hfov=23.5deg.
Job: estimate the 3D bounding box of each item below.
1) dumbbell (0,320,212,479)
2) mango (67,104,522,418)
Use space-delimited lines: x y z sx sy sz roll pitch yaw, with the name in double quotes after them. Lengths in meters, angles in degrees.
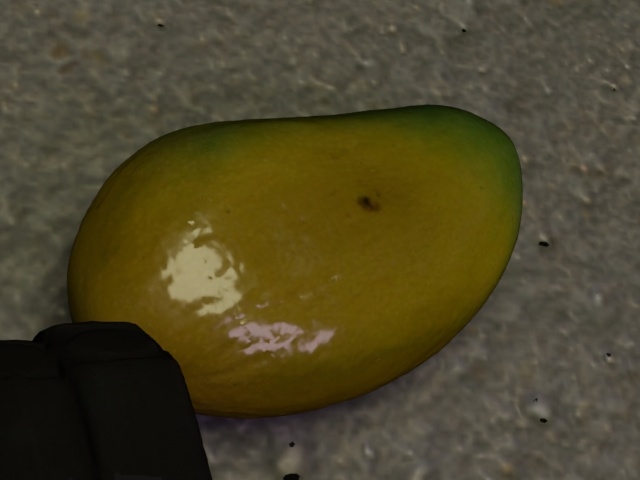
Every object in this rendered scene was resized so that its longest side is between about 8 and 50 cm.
-0.188 0.120 0.499 0.388 0.185 0.185 0 62 -22 "dumbbell"
0.000 0.007 0.694 0.237 0.091 0.137 -9 71 -25 "mango"
